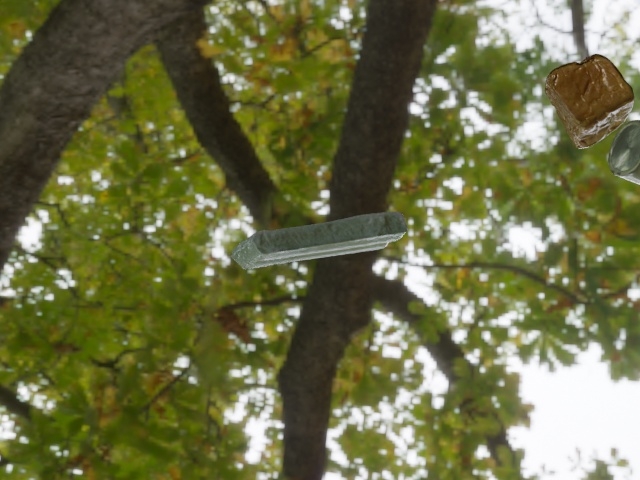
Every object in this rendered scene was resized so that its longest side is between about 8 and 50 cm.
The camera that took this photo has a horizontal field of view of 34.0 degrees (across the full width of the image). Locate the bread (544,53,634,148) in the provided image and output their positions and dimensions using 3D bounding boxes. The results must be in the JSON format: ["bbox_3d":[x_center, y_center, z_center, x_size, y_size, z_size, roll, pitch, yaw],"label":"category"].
[{"bbox_3d":[0.576,-0.303,2.254,0.158,0.143,0.149,63,178,25],"label":"bread"}]

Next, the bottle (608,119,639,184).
[{"bbox_3d":[0.453,-0.083,1.281,0.201,0.072,0.072,18,-108,-22],"label":"bottle"}]

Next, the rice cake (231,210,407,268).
[{"bbox_3d":[0.000,0.000,1.382,0.226,0.085,0.040,-9,-102,-25],"label":"rice cake"}]
